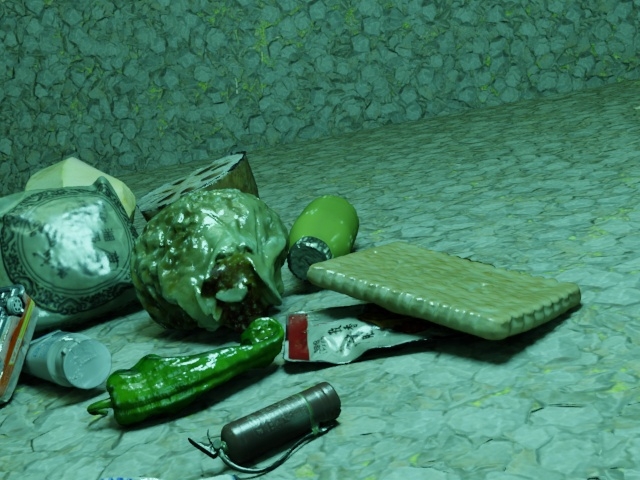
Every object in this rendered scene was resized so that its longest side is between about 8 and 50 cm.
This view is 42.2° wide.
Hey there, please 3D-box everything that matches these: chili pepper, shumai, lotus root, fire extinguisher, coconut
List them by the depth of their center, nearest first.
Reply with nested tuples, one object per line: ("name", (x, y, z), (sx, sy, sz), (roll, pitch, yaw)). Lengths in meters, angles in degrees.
("fire extinguisher", (-0.049, 0.199, 0.860), (0.157, 0.045, 0.078), (-18, 38, -29))
("chili pepper", (-0.159, 0.162, 1.022), (0.256, 0.074, 0.100), (-15, 14, -23))
("shumai", (-0.151, 0.037, 1.245), (0.256, 0.189, 0.218), (-36, 28, -12))
("coconut", (-0.476, -0.034, 1.641), (0.259, 0.259, 0.259), (-11, 14, 3))
("lotus root", (-0.234, -0.053, 1.682), (0.272, 0.192, 0.272), (-17, 21, 7))

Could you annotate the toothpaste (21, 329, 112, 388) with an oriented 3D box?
("toothpaste", (-0.387, 0.166, 1.205), (0.114, 0.073, 0.299), (-30, 14, -31))

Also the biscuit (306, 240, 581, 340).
("biscuit", (0.159, 0.063, 1.114), (0.324, 0.044, 0.217), (14, 21, 42))

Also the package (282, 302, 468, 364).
("package", (0.069, 0.117, 1.100), (0.239, 0.030, 0.154), (-10, 16, 4))

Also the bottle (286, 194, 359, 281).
("bottle", (0.000, 0.000, 1.437), (0.112, 0.112, 0.260), (-8, 15, 12))

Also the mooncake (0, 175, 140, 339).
("mooncake", (-0.431, 0.018, 1.418), (0.254, 0.250, 0.136), (-18, -18, -27))

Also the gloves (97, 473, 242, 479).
("gloves", (-0.164, 0.240, 0.653), (0.229, 0.119, 0.097), (-14, -22, -3))

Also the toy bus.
("toy bus", (-0.451, 0.150, 1.152), (0.079, 0.077, 0.174), (-7, 52, 16))
